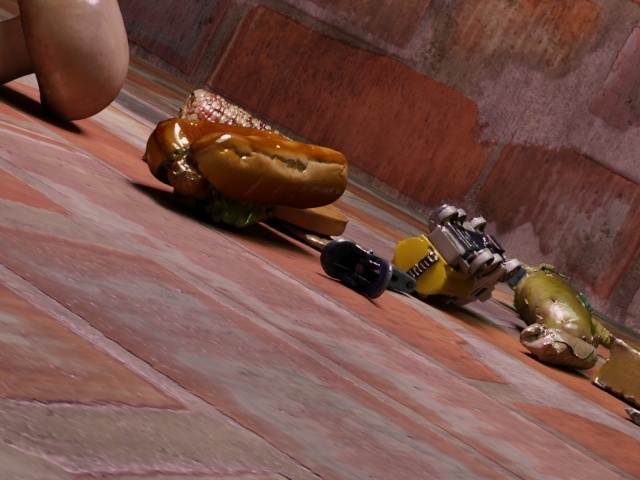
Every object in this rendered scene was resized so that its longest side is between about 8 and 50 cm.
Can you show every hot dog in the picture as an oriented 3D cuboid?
[{"bbox_3d":[-0.085,-0.073,1.799,0.135,0.100,0.337,18,8,24],"label":"hot dog"}]

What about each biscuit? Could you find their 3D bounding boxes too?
[{"bbox_3d":[-0.088,-0.069,2.038,0.288,0.044,0.202,22,6,-36],"label":"biscuit"},{"bbox_3d":[0.000,0.000,2.038,0.120,0.015,0.120,27,5,-3],"label":"biscuit"}]

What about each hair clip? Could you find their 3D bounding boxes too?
[{"bbox_3d":[0.067,0.035,1.886,0.083,0.048,0.275,25,3,13],"label":"hair clip"}]

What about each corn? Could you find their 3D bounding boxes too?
[{"bbox_3d":[-0.114,-0.156,2.627,0.253,0.086,0.086,29,4,-18],"label":"corn"}]

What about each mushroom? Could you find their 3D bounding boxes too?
[{"bbox_3d":[-0.327,-0.234,1.913,0.204,0.204,0.204,27,5,-3],"label":"mushroom"}]

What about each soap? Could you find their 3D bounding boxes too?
[{"bbox_3d":[0.462,0.195,2.175,0.135,0.076,0.233,29,6,29],"label":"soap"}]

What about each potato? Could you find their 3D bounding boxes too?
[{"bbox_3d":[0.333,0.107,2.297,0.117,0.090,0.225,33,11,-13],"label":"potato"}]

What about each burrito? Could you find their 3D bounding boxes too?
[{"bbox_3d":[0.314,0.141,2.113,0.058,0.045,0.188,39,8,30],"label":"burrito"}]

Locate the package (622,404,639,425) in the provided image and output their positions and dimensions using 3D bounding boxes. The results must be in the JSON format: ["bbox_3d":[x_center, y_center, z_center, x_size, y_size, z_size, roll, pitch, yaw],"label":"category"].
[{"bbox_3d":[0.399,0.224,1.900,0.110,0.015,0.037,33,2,35],"label":"package"}]

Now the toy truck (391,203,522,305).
[{"bbox_3d":[0.173,0.027,2.131,0.098,0.114,0.227,52,14,18],"label":"toy truck"}]

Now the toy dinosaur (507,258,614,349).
[{"bbox_3d":[0.388,0.113,2.577,0.259,0.094,0.153,36,9,3],"label":"toy dinosaur"}]
